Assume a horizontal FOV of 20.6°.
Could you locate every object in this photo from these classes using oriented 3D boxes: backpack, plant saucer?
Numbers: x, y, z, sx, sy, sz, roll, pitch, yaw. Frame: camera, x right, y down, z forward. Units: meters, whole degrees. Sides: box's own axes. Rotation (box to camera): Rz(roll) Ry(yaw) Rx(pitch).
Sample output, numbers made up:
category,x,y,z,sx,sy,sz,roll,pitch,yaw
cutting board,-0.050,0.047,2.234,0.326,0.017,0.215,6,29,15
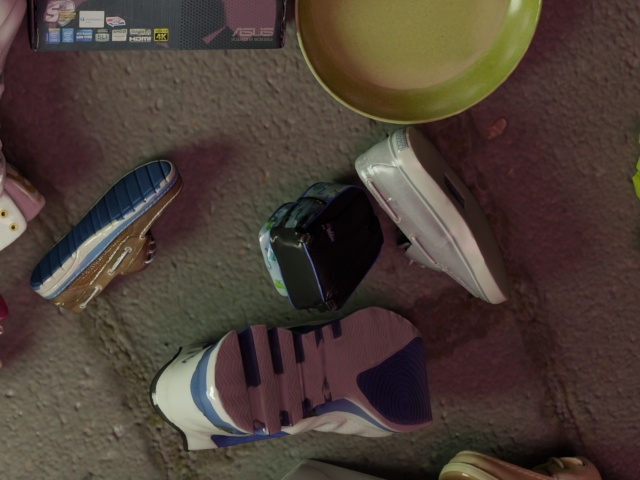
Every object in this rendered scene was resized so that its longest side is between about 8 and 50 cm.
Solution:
category,x,y,z,sx,sy,sz,roll,pitch,yaw
backpack,0.000,0.000,1.704,0.114,0.084,0.105,-46,128,-38
plant saucer,0.090,-0.228,1.656,0.241,0.037,0.241,-5,115,-11

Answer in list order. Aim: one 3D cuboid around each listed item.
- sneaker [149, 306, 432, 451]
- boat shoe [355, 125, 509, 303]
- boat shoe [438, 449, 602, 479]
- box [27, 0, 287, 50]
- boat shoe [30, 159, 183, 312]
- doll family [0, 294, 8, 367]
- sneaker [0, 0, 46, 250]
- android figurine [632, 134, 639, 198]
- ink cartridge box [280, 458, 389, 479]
category,x,y,z,sx,sy,sz,roll,pitch,yaw
sneaker,-0.048,0.138,1.742,0.315,0.182,0.127,3,79,-46
boat shoe,0.110,-0.017,1.745,0.081,0.079,0.227,-22,125,23
boat shoe,0.258,0.282,1.907,0.302,0.109,0.098,27,65,-23
box,-0.144,-0.263,1.567,0.233,0.059,0.183,-2,113,-14
boat shoe,-0.191,-0.003,1.676,0.183,0.066,0.066,-39,123,16
doll family,-0.419,0.103,1.615,0.263,0.118,0.163,-14,147,-46
sneaker,-0.306,-0.096,1.583,0.169,0.108,0.292,29,114,-26
android figurine,0.436,-0.057,1.816,0.248,0.056,0.273,-45,118,8
ink cartridge box,0.029,0.427,1.822,0.207,0.119,0.353,13,103,13
